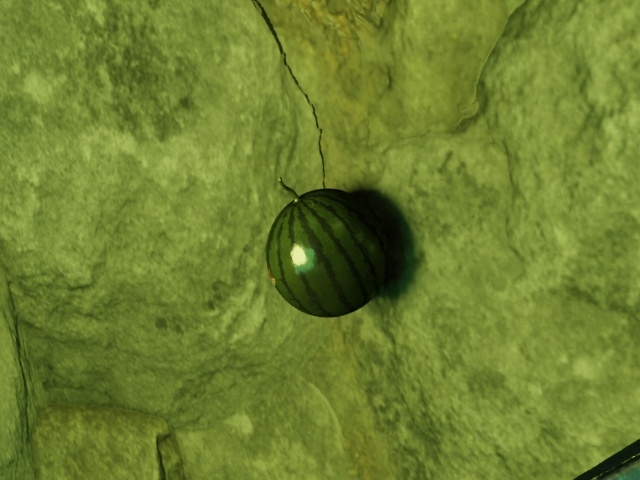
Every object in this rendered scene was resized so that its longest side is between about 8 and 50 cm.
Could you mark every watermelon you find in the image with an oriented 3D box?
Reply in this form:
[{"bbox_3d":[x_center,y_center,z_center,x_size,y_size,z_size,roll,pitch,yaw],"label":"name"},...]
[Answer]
[{"bbox_3d":[0.000,0.000,1.310,0.105,0.105,0.133,-5,120,48],"label":"watermelon"}]

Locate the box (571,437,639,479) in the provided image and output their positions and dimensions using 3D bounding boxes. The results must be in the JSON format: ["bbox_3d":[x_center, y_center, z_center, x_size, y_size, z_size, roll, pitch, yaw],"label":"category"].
[{"bbox_3d":[0.270,0.142,0.956,0.116,0.279,0.261,57,138,10],"label":"box"}]
